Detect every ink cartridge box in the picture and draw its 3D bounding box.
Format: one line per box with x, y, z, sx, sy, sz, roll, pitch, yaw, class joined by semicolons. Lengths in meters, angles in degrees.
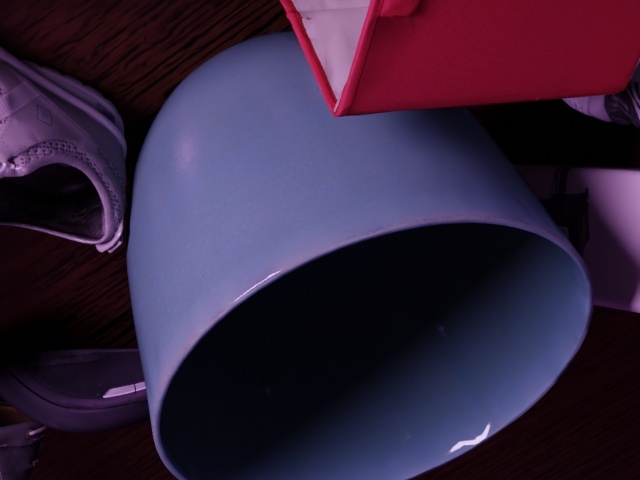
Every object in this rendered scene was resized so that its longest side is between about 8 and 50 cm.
0.236;-0.005;1.134;0.172;0.237;0.100;0;94;-28;ink cartridge box

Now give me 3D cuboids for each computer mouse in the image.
-0.118;0.111;1.179;0.262;0.060;0.184;0;165;-28;computer mouse

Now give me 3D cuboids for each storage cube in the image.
0.086;-0.203;0.857;0.193;0.184;0.215;-6;140;-22;storage cube

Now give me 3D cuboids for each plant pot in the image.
0.000;0.000;1.019;0.293;0.235;0.293;-15;143;-12;plant pot

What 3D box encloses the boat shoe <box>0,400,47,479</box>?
-0.320;0.140;1.169;0.233;0.084;0.079;19;104;-37;boat shoe

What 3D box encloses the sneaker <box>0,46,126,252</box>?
-0.223;-0.070;0.915;0.281;0.115;0.105;16;128;-40;sneaker

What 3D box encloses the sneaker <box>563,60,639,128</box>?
0.298;-0.081;0.956;0.210;0.366;0.137;4;120;-19;sneaker
